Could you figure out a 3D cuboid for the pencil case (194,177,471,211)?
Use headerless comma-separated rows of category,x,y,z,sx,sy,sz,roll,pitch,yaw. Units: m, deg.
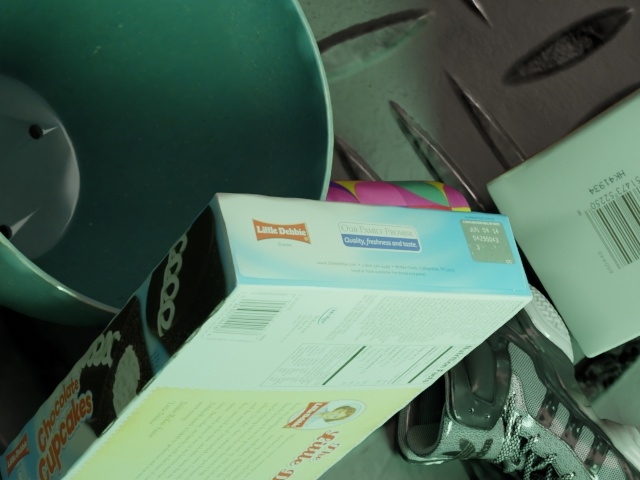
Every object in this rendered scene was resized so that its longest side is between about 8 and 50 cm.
pencil case,0.000,0.000,1.198,0.236,0.104,0.104,2,60,-35

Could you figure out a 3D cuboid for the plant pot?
plant pot,-0.165,-0.070,1.031,0.290,0.195,0.290,14,67,-37

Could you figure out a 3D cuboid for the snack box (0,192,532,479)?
snack box,-0.044,0.084,0.955,0.187,0.322,0.060,4,58,-32

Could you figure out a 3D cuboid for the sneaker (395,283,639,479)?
sneaker,0.147,0.156,1.190,0.153,0.101,0.268,-15,64,-38

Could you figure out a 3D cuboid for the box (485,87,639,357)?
box,0.339,-0.071,1.358,0.345,0.215,0.168,-27,85,-46
